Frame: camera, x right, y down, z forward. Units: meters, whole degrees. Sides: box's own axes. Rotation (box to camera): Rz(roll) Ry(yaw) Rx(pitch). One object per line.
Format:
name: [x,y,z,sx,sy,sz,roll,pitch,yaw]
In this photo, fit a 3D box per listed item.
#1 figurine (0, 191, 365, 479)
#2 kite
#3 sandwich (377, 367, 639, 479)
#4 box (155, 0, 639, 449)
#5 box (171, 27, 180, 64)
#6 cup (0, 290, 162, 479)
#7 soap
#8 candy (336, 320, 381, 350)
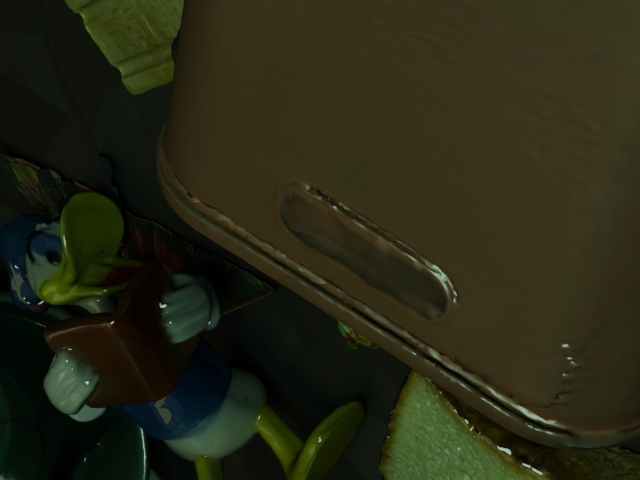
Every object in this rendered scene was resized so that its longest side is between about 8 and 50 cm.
figurine: [-0.160,0.092,1.332,0.338,0.204,0.283,41,178,24]
kite: [-0.159,0.020,1.427,0.321,0.016,0.234,26,142,27]
sandwich: [0.149,0.177,1.212,0.214,0.065,0.186,33,146,18]
box: [0.124,-0.131,0.653,0.239,0.339,0.229,34,143,18]
box: [0.022,-0.066,1.062,0.230,0.050,0.160,17,147,26]
cup: [-0.360,0.248,1.647,0.392,0.310,0.401,-7,119,57]
soap: [-0.079,-0.167,1.114,0.252,0.037,0.092,-13,118,53]
candy: [0.000,0.000,1.216,0.055,0.049,0.185,-32,95,27]
